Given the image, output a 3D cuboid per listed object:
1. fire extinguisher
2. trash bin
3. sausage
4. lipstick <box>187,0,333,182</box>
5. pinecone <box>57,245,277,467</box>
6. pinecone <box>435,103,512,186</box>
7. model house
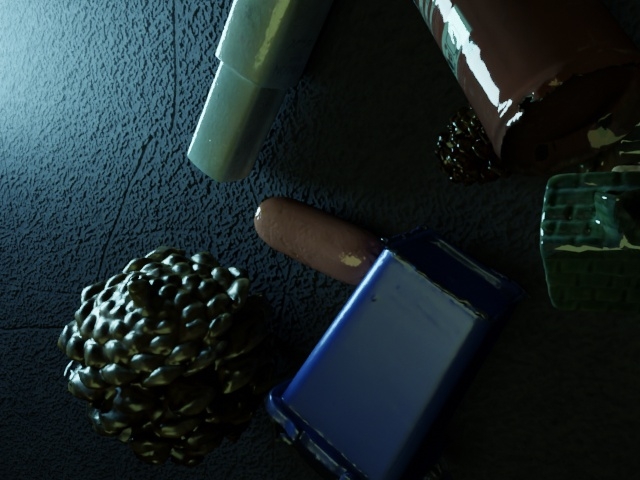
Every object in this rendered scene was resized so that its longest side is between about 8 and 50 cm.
[{"bbox_3d":[0.095,-0.203,0.481,0.106,0.147,0.337,90,163,-59],"label":"fire extinguisher"},{"bbox_3d":[0.081,0.123,0.607,0.184,0.162,0.235,37,115,21],"label":"trash bin"},{"bbox_3d":[0.000,0.000,0.681,0.154,0.062,0.062,25,115,28],"label":"sausage"},{"bbox_3d":[-0.063,-0.180,0.667,0.077,0.079,0.253,38,122,19],"label":"lipstick"},{"bbox_3d":[-0.174,0.139,0.740,0.243,0.243,0.257,33,124,23],"label":"pinecone"},{"bbox_3d":[0.141,-0.082,0.558,0.077,0.077,0.083,52,149,12],"label":"pinecone"},{"bbox_3d":[0.253,-0.012,0.435,0.182,0.172,0.167,-1,103,35],"label":"model house"}]
